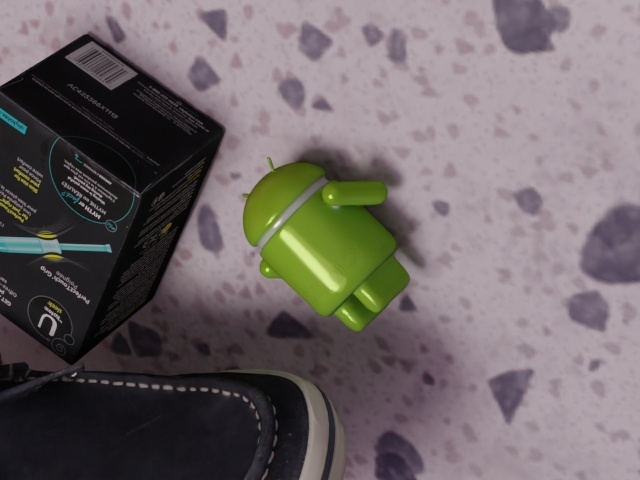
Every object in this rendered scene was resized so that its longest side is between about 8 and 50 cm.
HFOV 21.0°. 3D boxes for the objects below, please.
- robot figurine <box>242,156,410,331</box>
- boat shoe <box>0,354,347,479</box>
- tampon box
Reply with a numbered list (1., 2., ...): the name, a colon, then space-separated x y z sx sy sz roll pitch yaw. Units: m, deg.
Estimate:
1. robot figurine: 0.000 0.000 1.065 0.115 0.067 0.101 44 138 4
2. boat shoe: -0.216 0.164 1.098 0.500 0.186 0.156 -10 144 29
3. tampon box: -0.158 -0.026 1.128 0.120 0.101 0.161 36 129 10
